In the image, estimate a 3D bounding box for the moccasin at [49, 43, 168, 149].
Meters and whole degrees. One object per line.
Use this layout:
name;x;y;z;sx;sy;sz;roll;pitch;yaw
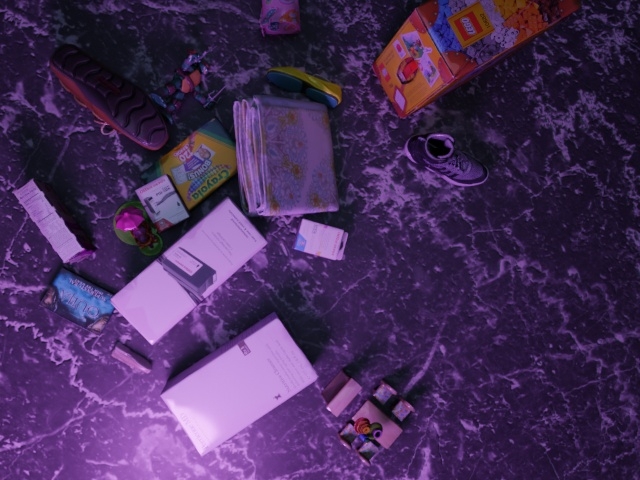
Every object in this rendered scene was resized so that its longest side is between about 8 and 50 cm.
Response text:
moccasin;-0.586;-0.382;1.859;0.380;0.147;0.139;33;71;-1

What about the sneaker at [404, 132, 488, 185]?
sneaker;0.384;-0.237;1.951;0.269;0.153;0.101;23;87;-6

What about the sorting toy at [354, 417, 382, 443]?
sorting toy;0.137;0.531;1.845;0.102;0.042;0.061;30;90;-27

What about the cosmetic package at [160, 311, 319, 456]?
cosmetic package;-0.227;0.395;1.871;0.385;0.156;0.217;-35;95;-7

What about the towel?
towel;-0.087;-0.228;1.830;0.090;0.375;0.320;-3;92;37

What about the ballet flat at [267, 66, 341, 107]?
ballet flat;-0.042;-0.465;1.954;0.231;0.077;0.077;21;66;-9

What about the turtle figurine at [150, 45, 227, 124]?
turtle figurine;-0.369;-0.445;1.890;0.234;0.118;0.175;-47;138;-19

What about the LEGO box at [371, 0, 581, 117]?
LEGO box;0.384;-0.538;1.783;0.373;0.500;0.193;-30;93;-7

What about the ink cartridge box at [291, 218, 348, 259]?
ink cartridge box;0.000;0.000;1.936;0.143;0.090;0.092;16;88;-7

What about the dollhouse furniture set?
dollhouse furniture set;0.130;0.497;1.908;0.242;0.161;0.212;42;85;-4

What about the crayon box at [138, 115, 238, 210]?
crayon box;-0.353;-0.202;1.901;0.278;0.081;0.165;-40;93;-5

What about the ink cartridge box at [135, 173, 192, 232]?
ink cartridge box;-0.429;-0.100;1.822;0.099;0.056;0.135;-29;93;-3

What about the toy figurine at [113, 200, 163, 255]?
toy figurine;-0.509;-0.032;1.843;0.130;0.159;0.173;-32;93;-6

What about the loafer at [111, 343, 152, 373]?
loafer;-0.537;0.343;1.897;0.125;0.045;0.039;35;103;2

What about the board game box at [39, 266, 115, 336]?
board game box;-0.678;0.173;1.887;0.186;0.026;0.126;29;86;-5

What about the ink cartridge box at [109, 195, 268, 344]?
ink cartridge box;-0.343;0.075;1.797;0.395;0.285;0.166;-41;94;-5

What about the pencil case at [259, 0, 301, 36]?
pencil case;-0.122;-0.734;1.918;0.124;0.124;0.283;-3;91;-7

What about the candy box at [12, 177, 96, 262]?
candy box;-0.722;-0.050;1.818;0.071;0.159;0.233;-35;92;-7
